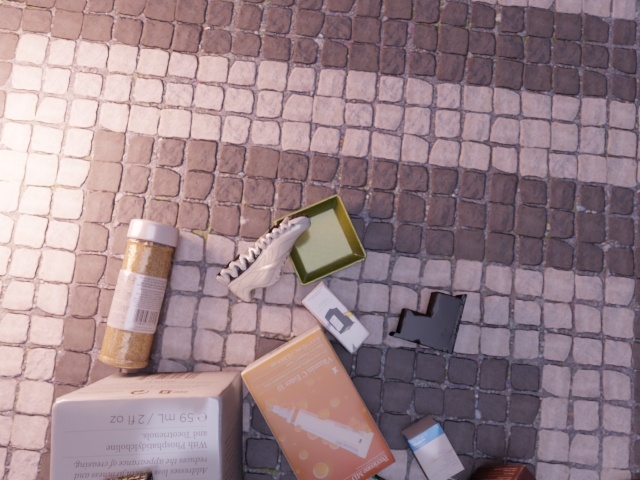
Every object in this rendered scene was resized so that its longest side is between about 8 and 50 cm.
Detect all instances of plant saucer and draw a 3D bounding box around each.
[{"bbox_3d":[0.000,0.000,1.269,0.188,0.045,0.188,-23,84,-4],"label":"plant saucer"}]

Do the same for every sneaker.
[{"bbox_3d":[-0.124,0.042,1.209,0.292,0.110,0.118,-39,95,19],"label":"sneaker"}]

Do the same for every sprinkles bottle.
[{"bbox_3d":[-0.449,0.129,1.197,0.121,0.121,0.356,11,83,-1],"label":"sprinkles bottle"}]

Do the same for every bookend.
[{"bbox_3d":[0.275,0.194,1.241,0.157,0.072,0.156,16,82,1],"label":"bookend"}]

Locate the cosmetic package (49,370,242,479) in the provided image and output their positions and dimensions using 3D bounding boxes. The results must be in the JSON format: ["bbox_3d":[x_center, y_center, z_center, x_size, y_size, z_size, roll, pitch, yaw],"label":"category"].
[{"bbox_3d":[-0.349,0.508,1.051,0.329,0.327,0.394,-1,84,-3],"label":"cosmetic package"}]

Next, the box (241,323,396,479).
[{"bbox_3d":[-0.008,0.406,1.156,0.215,0.168,0.345,-30,85,-6],"label":"box"}]

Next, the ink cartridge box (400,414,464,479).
[{"bbox_3d":[0.279,0.525,1.190,0.089,0.092,0.143,-28,84,-5],"label":"ink cartridge box"}]

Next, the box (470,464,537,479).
[{"bbox_3d":[0.422,0.655,1.105,0.203,0.167,0.168,-35,84,-34],"label":"box"}]

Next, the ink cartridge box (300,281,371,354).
[{"bbox_3d":[0.035,0.193,1.205,0.072,0.127,0.175,-44,87,-9],"label":"ink cartridge box"}]

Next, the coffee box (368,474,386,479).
[{"bbox_3d":[0.137,0.649,1.195,0.184,0.040,0.113,31,83,1],"label":"coffee box"}]

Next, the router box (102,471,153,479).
[{"bbox_3d":[-0.349,0.492,0.869,0.092,0.038,0.123,-7,84,-3],"label":"router box"}]
